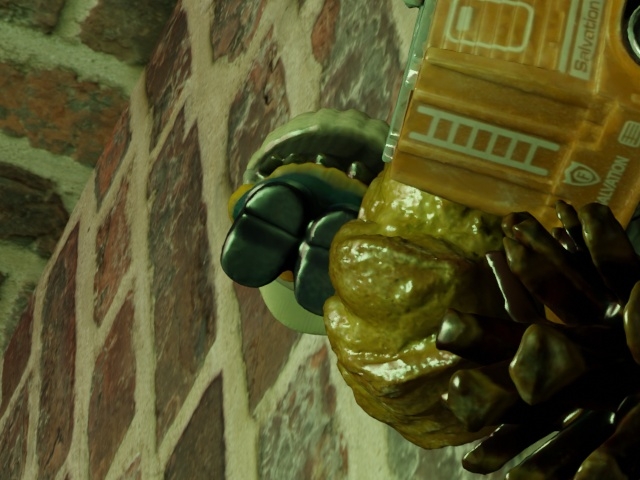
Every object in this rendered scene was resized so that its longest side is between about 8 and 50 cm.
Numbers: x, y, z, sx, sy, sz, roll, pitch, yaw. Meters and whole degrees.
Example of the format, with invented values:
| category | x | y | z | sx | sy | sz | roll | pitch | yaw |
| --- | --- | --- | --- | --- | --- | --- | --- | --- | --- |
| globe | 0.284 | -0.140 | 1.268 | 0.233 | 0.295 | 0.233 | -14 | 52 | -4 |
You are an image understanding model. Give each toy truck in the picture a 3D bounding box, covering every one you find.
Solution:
| category | x | y | z | sx | sy | sz | roll | pitch | yaw |
| --- | --- | --- | --- | --- | --- | --- | --- | --- | --- |
| toy truck | 0.168 | -0.198 | 1.168 | 0.173 | 0.206 | 0.388 | 104 | 180 | -55 |

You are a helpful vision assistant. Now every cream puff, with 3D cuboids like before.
| category | x | y | z | sx | sy | sz | roll | pitch | yaw |
| --- | --- | --- | --- | --- | --- | --- | --- | --- | --- |
| cream puff | 0.090 | 0.033 | 1.247 | 0.241 | 0.154 | 0.269 | -58 | -33 | -31 |

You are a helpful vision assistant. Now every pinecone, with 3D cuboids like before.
| category | x | y | z | sx | sy | sz | roll | pitch | yaw |
| --- | --- | --- | --- | --- | --- | --- | --- | --- | --- |
| pinecone | 0.170 | 0.077 | 1.015 | 0.229 | 0.201 | 0.202 | 94 | -160 | -61 |

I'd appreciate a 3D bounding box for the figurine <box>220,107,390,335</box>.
| category | x | y | z | sx | sy | sz | roll | pitch | yaw |
| --- | --- | --- | --- | --- | --- | --- | --- | --- | --- |
| figurine | 0.011 | -0.027 | 1.470 | 0.332 | 0.185 | 0.205 | 87 | -153 | -83 |
